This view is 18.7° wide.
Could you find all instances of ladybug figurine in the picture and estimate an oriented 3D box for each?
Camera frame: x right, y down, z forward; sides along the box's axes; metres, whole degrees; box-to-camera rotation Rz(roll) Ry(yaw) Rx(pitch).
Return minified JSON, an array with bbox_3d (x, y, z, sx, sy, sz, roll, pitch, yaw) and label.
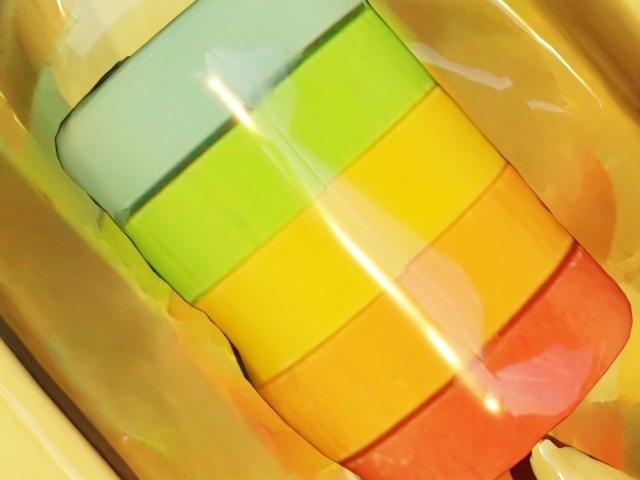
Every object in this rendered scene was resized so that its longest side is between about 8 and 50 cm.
[{"bbox_3d":[0.000,0.000,0.568,0.449,0.305,0.162,53,-8,-2],"label":"ladybug figurine"}]
